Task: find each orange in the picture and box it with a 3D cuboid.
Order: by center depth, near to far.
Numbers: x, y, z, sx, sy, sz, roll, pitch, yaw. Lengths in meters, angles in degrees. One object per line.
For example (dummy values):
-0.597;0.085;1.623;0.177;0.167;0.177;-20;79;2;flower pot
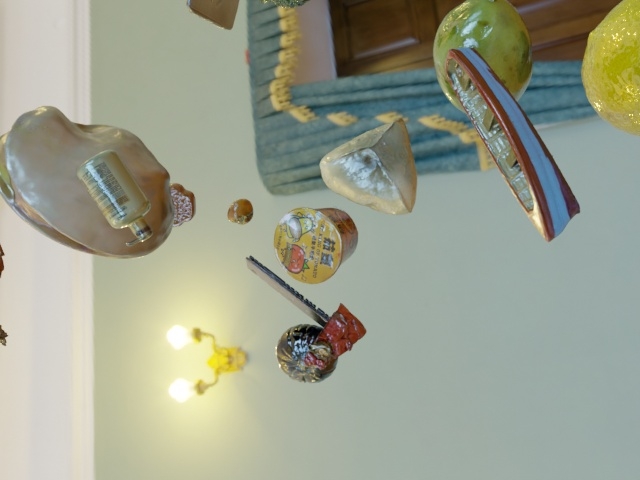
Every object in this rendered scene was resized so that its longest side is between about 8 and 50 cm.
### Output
-0.226;-0.083;1.919;0.086;0.062;0.086;-49;-31;-45;orange

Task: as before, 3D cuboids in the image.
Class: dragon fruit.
0.013;0.245;1.690;0.192;0.123;0.092;-41;-65;-36;dragon fruit

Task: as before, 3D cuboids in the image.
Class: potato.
0.358;-0.395;1.457;0.304;0.216;0.215;42;-138;-63;potato

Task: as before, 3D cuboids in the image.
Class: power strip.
-0.318;-0.748;1.962;0.198;0.065;0.213;10;-84;-59;power strip

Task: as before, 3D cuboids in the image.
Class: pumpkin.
-0.040;0.336;1.976;0.150;0.194;0.194;-107;-6;-55;pumpkin

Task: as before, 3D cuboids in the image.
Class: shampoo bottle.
-0.342;-0.071;1.140;0.162;0.079;0.079;57;-157;-7;shampoo bottle

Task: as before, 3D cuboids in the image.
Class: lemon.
0.776;-0.407;1.512;0.387;0.350;0.349;-138;32;-75;lemon

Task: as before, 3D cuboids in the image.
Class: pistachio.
-0.551;-0.135;1.593;0.446;0.281;0.365;34;-139;-23;pistachio

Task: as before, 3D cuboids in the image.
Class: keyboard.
-0.091;0.153;1.943;0.027;0.317;0.106;-50;-13;-17;keyboard

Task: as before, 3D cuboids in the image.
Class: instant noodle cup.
0.000;0.000;1.879;0.172;0.216;0.215;-23;-78;-61;instant noodle cup

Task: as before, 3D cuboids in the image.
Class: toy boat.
0.335;-0.180;1.183;0.392;0.080;0.136;63;177;18;toy boat

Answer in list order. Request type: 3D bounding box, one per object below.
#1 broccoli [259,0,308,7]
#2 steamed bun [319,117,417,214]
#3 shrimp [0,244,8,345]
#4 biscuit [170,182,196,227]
-0.085;-0.628;1.390;0.270;0.270;0.269;9;-110;-43;broccoli
0.106;-0.165;1.483;0.110;0.213;0.231;73;-171;-66;steamed bun
-0.483;0.043;0.872;0.248;0.150;0.068;48;152;14;shrimp
-0.537;-0.111;1.991;0.047;0.334;0.201;-72;-17;-69;biscuit
